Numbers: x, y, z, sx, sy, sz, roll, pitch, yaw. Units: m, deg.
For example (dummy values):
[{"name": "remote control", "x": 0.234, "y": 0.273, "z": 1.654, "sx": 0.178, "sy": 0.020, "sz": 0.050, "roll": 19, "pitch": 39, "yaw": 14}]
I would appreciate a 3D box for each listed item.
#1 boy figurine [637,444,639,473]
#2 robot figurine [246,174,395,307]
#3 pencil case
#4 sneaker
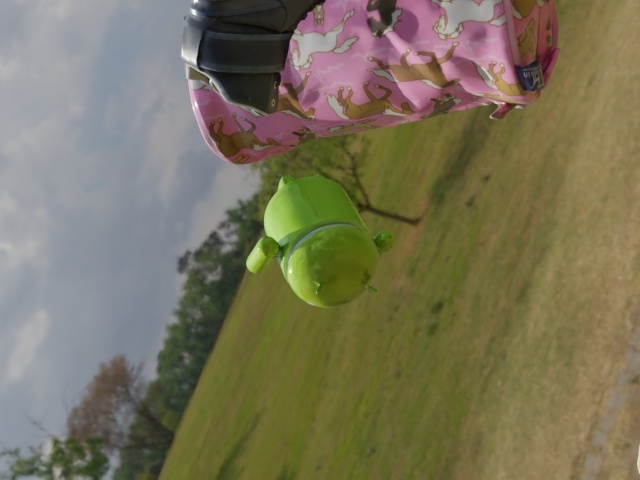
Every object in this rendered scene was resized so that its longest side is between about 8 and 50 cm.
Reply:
[{"name": "boy figurine", "x": 0.363, "y": 0.206, "z": 0.755, "sx": 0.285, "sy": 0.177, "sz": 0.092, "roll": 41, "pitch": -118, "yaw": -63}, {"name": "robot figurine", "x": 0.000, "y": 0.000, "z": 0.627, "sx": 0.115, "sy": 0.101, "sz": 0.067, "roll": -118, "pitch": 33, "yaw": -48}, {"name": "pencil case", "x": 0.046, "y": -0.186, "z": 0.929, "sx": 0.160, "sy": 0.385, "sz": 0.167, "roll": 6, "pitch": -102, "yaw": -61}, {"name": "sneaker", "x": -0.027, "y": -0.197, "z": 0.765, "sx": 0.226, "sy": 0.086, "sz": 0.164, "roll": -18, "pitch": -55, "yaw": -41}]
